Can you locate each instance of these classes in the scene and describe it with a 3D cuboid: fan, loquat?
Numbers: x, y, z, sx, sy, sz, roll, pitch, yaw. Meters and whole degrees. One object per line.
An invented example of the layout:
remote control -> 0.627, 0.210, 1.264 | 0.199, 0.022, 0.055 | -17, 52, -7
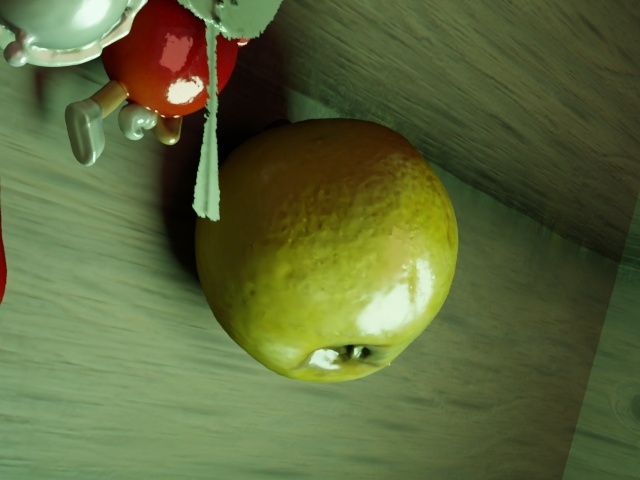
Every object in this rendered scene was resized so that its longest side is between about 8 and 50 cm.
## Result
fan -> -0.092, -0.214, 1.363 | 0.233, 0.012, 0.415 | 19, 63, -50
loquat -> 0.000, 0.000, 1.556 | 0.275, 0.275, 0.275 | -34, 131, -51

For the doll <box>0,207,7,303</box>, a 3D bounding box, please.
doll -> -0.301, -0.002, 1.076 | 0.160, 0.182, 0.363 | -16, 125, -24

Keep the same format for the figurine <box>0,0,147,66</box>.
figurine -> -0.198, -0.243, 1.216 | 0.162, 0.141, 0.237 | 27, 84, -35

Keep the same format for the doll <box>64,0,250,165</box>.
doll -> -0.153, -0.176, 1.367 | 0.217, 0.085, 0.183 | -29, 113, -40
